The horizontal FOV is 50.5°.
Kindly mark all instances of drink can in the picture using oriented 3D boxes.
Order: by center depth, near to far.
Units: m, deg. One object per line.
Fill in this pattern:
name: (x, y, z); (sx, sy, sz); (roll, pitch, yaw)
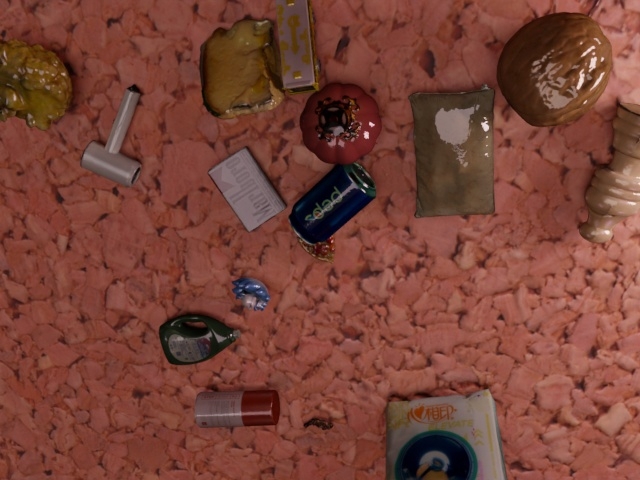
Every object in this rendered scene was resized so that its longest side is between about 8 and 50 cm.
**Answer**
drink can: (0.026, -0.086, 1.566); (0.205, 0.118, 0.118); (-42, 101, 20)

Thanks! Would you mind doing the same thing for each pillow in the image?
pillow: (0.293, -0.192, 1.504); (0.184, 0.075, 0.303); (-1, 114, 12)

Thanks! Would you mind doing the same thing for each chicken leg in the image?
chicken leg: (-0.006, 0.502, 1.863); (0.083, 0.021, 0.036); (3, 122, 8)

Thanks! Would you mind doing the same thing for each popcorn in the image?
popcorn: (-0.673, -0.350, 1.537); (0.218, 0.169, 0.189); (26, 114, 2)

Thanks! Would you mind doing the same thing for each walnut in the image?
walnut: (0.468, -0.339, 1.348); (0.227, 0.228, 0.228); (3, 113, 8)

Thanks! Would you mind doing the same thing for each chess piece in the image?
chess piece: (0.655, -0.130, 1.461); (0.138, 0.124, 0.307); (-1, 121, -26)

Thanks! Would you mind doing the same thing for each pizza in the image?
pizza: (-0.012, 0.008, 1.658); (0.099, 0.029, 0.100); (7, 113, 7)

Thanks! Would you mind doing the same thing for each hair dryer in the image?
hair dryer: (-0.467, -0.255, 1.611); (0.131, 0.073, 0.237); (24, 105, -3)

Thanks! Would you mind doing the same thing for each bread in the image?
bread: (-0.160, -0.350, 1.483); (0.174, 0.252, 0.133); (-14, 153, 13)

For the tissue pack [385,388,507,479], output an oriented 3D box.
tissue pack: (0.304, 0.566, 1.634); (0.287, 0.388, 0.162); (-10, 127, 13)

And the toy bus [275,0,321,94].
toy bus: (-0.046, -0.427, 1.435); (0.081, 0.074, 0.227); (-4, 90, 9)

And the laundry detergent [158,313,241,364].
laundry detergent: (-0.314, 0.254, 1.788); (0.210, 0.063, 0.137); (-13, 103, 13)

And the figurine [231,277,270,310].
figurine: (-0.180, 0.133, 1.707); (0.114, 0.079, 0.114); (22, 158, 9)

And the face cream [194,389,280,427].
face cream: (-0.224, 0.456, 1.837); (0.214, 0.096, 0.096); (-4, 111, 10)

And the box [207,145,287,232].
box: (-0.174, -0.121, 1.620); (0.115, 0.036, 0.178); (-31, 104, 9)

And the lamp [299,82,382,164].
lamp: (0.045, -0.254, 1.489); (0.181, 0.140, 0.182); (0, 90, 9)
